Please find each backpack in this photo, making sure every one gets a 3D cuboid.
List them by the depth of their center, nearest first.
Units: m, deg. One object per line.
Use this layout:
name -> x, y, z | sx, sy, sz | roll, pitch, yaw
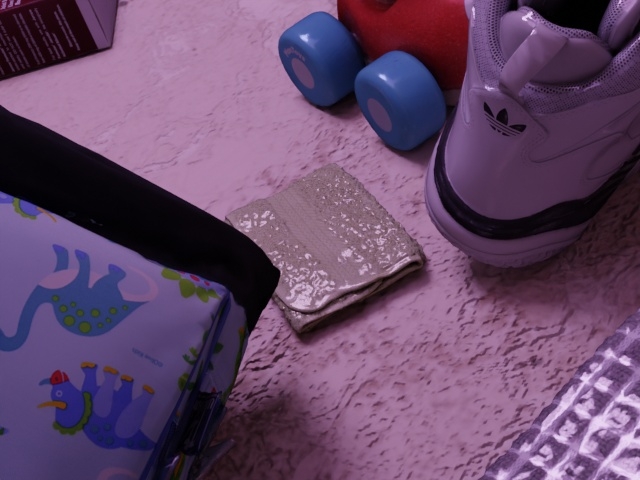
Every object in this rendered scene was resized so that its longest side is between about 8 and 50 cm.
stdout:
backpack -> -0.201, 0.109, 0.691 | 0.355, 0.290, 0.273 | -64, 11, -10

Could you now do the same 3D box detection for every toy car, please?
toy car -> 0.075, -0.236, 1.012 | 0.219, 0.238, 0.210 | -36, 41, -17

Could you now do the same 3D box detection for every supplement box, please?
supplement box -> -0.327, -0.221, 1.311 | 0.239, 0.073, 0.130 | -15, 39, 8

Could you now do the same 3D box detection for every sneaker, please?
sneaker -> 0.206, -0.159, 0.864 | 0.137, 0.210, 0.366 | 34, 62, 16

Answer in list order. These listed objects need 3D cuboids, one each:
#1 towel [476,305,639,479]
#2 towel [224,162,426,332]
towel -> 0.196, 0.143, 0.596 | 0.284, 0.121, 0.235 | -38, 41, -24
towel -> 0.000, 0.000, 0.937 | 0.110, 0.027, 0.148 | -28, 39, -10
